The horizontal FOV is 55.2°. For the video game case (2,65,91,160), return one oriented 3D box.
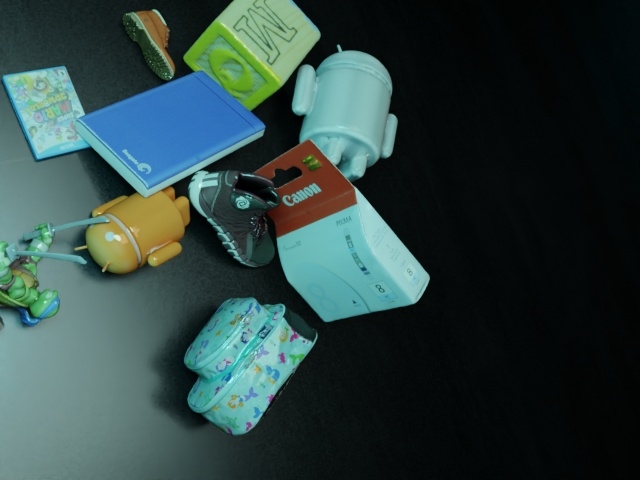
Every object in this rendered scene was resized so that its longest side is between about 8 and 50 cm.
[{"bbox_3d":[-0.517,-0.246,1.175,0.119,0.015,0.167,-24,93,-37],"label":"video game case"}]

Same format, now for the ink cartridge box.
[{"bbox_3d":[0.000,0.000,1.301,0.385,0.308,0.091,48,55,-16],"label":"ink cartridge box"}]

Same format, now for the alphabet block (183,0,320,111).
[{"bbox_3d":[-0.152,-0.436,1.376,0.193,0.192,0.197,42,57,-18],"label":"alphabet block"}]

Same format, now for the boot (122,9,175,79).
[{"bbox_3d":[-0.346,-0.425,1.318,0.084,0.059,0.158,-36,99,-41],"label":"boot"}]

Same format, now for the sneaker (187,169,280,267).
[{"bbox_3d":[-0.133,-0.042,1.260,0.281,0.162,0.107,50,41,-44],"label":"sneaker"}]

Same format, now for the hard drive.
[{"bbox_3d":[-0.296,-0.230,1.250,0.210,0.040,0.318,42,50,13],"label":"hard drive"}]

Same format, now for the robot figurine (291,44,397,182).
[{"bbox_3d":[0.064,-0.311,1.490,0.299,0.199,0.354,26,65,-30],"label":"robot figurine"}]

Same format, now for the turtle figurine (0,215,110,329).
[{"bbox_3d":[-0.513,-0.008,1.003,0.266,0.274,0.198,34,34,-18],"label":"turtle figurine"}]

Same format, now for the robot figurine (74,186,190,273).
[{"bbox_3d":[-0.349,-0.019,1.168,0.219,0.128,0.158,-38,101,-35],"label":"robot figurine"}]

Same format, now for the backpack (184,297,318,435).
[{"bbox_3d":[-0.152,0.239,1.190,0.191,0.225,0.254,37,70,-19],"label":"backpack"}]
